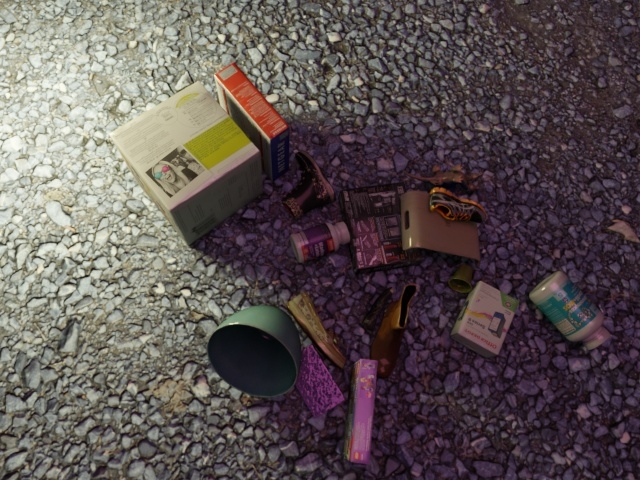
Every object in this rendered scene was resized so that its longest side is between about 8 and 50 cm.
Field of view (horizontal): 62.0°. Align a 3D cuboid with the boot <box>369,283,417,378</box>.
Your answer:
[{"bbox_3d":[0.241,0.296,1.685,0.096,0.280,0.264,23,70,3],"label":"boot"}]

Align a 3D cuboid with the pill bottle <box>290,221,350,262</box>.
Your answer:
[{"bbox_3d":[0.000,0.000,1.857,0.194,0.108,0.108,-19,74,-11],"label":"pill bottle"}]

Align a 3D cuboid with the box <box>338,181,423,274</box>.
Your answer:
[{"bbox_3d":[0.212,-0.048,1.911,0.242,0.076,0.307,-9,72,-9],"label":"box"}]

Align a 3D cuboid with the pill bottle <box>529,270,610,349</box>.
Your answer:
[{"bbox_3d":[0.862,0.245,1.836,0.146,0.146,0.264,-38,79,-16],"label":"pill bottle"}]

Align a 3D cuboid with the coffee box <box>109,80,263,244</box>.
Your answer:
[{"bbox_3d":[-0.427,-0.249,1.780,0.338,0.337,0.334,-38,78,-16],"label":"coffee box"}]

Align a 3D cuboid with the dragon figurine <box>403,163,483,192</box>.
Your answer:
[{"bbox_3d":[0.461,-0.220,1.989,0.289,0.144,0.085,-4,72,13],"label":"dragon figurine"}]

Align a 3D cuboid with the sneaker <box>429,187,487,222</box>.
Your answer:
[{"bbox_3d":[0.470,-0.103,1.841,0.215,0.084,0.083,22,61,0],"label":"sneaker"}]

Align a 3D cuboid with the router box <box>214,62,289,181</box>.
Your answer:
[{"bbox_3d":[-0.230,-0.398,1.853,0.082,0.335,0.301,-37,79,-14],"label":"router box"}]

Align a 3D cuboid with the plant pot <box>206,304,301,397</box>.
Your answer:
[{"bbox_3d":[-0.181,0.316,1.669,0.290,0.290,0.195,24,34,3],"label":"plant pot"}]

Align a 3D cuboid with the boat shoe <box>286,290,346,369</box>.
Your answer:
[{"bbox_3d":[0.001,0.295,1.757,0.089,0.104,0.285,-37,77,-13],"label":"boat shoe"}]

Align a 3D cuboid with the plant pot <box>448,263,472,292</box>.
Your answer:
[{"bbox_3d":[0.503,0.128,1.883,0.083,0.083,0.079,26,59,4],"label":"plant pot"}]

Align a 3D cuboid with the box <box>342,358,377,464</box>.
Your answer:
[{"bbox_3d":[0.120,0.524,1.638,0.057,0.201,0.293,8,71,-2],"label":"box"}]

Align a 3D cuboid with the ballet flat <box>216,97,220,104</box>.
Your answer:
[{"bbox_3d":[-0.383,-0.505,2.028,0.250,0.058,0.084,-45,113,-12],"label":"ballet flat"}]

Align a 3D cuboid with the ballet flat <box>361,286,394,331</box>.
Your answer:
[{"bbox_3d":[0.203,0.233,1.828,0.049,0.057,0.173,37,78,-4],"label":"ballet flat"}]

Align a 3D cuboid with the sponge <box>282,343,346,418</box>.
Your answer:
[{"bbox_3d":[-0.021,0.455,1.728,0.117,0.031,0.210,-32,78,-3],"label":"sponge"}]

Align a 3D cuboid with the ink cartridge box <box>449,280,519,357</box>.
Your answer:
[{"bbox_3d":[0.562,0.271,1.826,0.154,0.093,0.212,29,73,4],"label":"ink cartridge box"}]

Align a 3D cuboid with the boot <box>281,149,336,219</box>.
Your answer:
[{"bbox_3d":[-0.074,-0.202,1.934,0.179,0.085,0.236,-31,75,-12],"label":"boot"}]

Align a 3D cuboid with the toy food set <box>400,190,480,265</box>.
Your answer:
[{"bbox_3d":[0.428,-0.038,1.893,0.306,0.092,0.219,11,64,-17],"label":"toy food set"}]
